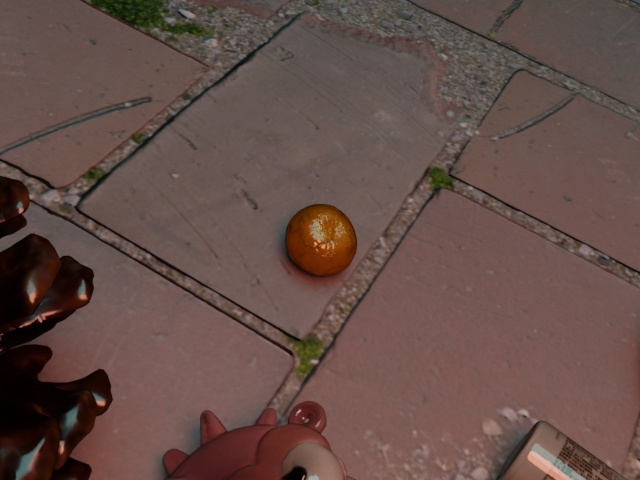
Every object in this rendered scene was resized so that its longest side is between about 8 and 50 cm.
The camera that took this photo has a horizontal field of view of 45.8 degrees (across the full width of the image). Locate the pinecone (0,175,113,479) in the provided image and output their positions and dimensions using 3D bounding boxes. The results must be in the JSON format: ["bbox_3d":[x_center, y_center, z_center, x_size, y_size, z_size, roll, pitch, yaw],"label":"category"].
[{"bbox_3d":[-0.326,0.093,0.505,0.397,0.398,0.398,7,49,-8],"label":"pinecone"}]

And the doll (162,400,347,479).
[{"bbox_3d":[-0.070,0.237,0.587,0.211,0.093,0.262,26,63,36],"label":"doll"}]

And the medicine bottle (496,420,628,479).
[{"bbox_3d":[0.237,0.235,0.686,0.140,0.079,0.079,35,51,15],"label":"medicine bottle"}]

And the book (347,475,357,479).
[{"bbox_3d":[0.129,0.363,0.583,0.379,0.031,0.264,21,51,4],"label":"book"}]

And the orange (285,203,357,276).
[{"bbox_3d":[0.000,0.000,0.833,0.083,0.070,0.083,9,62,-18],"label":"orange"}]
